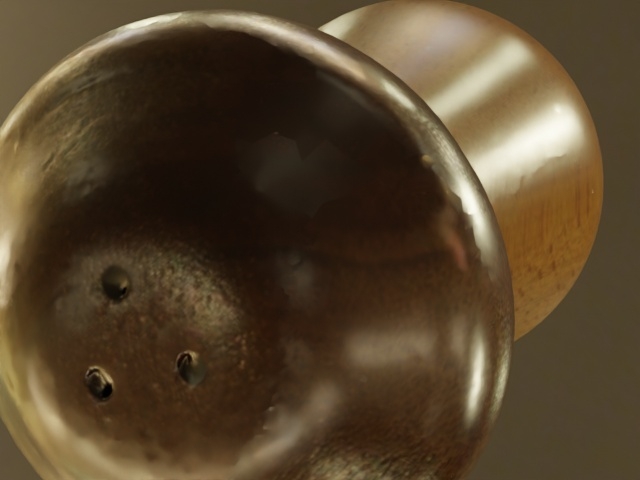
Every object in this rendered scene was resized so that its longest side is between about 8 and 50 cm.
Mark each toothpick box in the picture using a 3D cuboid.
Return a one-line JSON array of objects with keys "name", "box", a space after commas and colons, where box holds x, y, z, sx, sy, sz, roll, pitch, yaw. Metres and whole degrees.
[{"name": "toothpick box", "box": [0.000, 0.000, 0.724, 0.192, 0.294, 0.192, 5, -74, 20]}]
